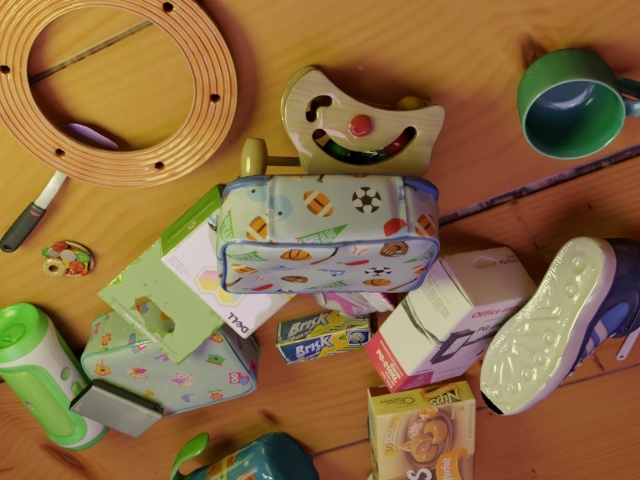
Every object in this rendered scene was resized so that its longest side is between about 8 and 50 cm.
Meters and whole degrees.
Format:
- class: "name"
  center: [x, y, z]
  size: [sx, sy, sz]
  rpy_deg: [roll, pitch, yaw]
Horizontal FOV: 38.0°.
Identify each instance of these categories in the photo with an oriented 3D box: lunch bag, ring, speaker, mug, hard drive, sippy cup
- class: "lunch bag"
  center: [-0.255, 0.204, 1.604]
  size: [0.279, 0.107, 0.224]
  rpy_deg: [-15, 133, 16]
- class: "lunch bag"
  center: [0.000, 0.000, 1.241]
  size: [0.304, 0.114, 0.243]
  rpy_deg: [1, 159, -5]
- class: "ring"
  center: [-0.278, -0.214, 1.238]
  size: [0.337, 0.032, 0.336]
  rpy_deg: [0, 129, 0]
- class: "speaker"
  center: [-0.479, 0.245, 1.639]
  size: [0.131, 0.131, 0.296]
  rpy_deg: [-10, 133, 12]
- class: "mug"
  center: [0.336, -0.181, 1.220]
  size: [0.158, 0.097, 0.129]
  rpy_deg: [19, 131, -17]
- class: "hard drive"
  center: [-0.352, 0.290, 1.601]
  size: [0.135, 0.022, 0.094]
  rpy_deg: [30, 130, -23]
- class: "sippy cup"
  center: [-0.127, 0.500, 1.821]
  size: [0.224, 0.240, 0.305]
  rpy_deg: [-41, 144, 22]

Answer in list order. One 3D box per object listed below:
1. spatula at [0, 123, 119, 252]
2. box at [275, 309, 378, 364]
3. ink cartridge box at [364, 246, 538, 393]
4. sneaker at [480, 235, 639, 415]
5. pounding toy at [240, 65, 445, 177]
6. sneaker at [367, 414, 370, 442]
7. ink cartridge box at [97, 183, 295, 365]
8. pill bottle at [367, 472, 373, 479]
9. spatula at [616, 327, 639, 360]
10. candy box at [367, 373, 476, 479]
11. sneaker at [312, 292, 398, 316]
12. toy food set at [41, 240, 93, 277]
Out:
- class: "spatula"
  center: [-0.409, -0.071, 1.390]
  size: [0.084, 0.030, 0.296]
  rpy_deg: [31, 122, -25]
- class: "box"
  center: [0.011, 0.159, 1.584]
  size: [0.169, 0.059, 0.054]
  rpy_deg: [-15, 129, 15]
- class: "ink cartridge box"
  center: [0.207, 0.126, 1.473]
  size: [0.172, 0.100, 0.237]
  rpy_deg: [-7, 144, -40]
- class: "sneaker"
  center: [0.411, 0.141, 1.435]
  size: [0.236, 0.130, 0.322]
  rpy_deg: [11, 115, -39]
- class: "pounding toy"
  center: [0.022, -0.163, 1.269]
  size: [0.270, 0.155, 0.154]
  rpy_deg: [-5, 106, -6]
- class: "sneaker"
  center: [0.124, 0.344, 1.766]
  size: [0.058, 0.052, 0.135]
  rpy_deg: [5, 134, -8]
- class: "ink cartridge box"
  center: [-0.179, 0.073, 1.402]
  size: [0.255, 0.097, 0.189]
  rpy_deg: [-42, 114, 4]
- class: "pill bottle"
  center: [0.171, 0.546, 1.927]
  size: [0.094, 0.094, 0.169]
  rpy_deg: [-24, 128, 23]
- class: "spatula"
  center: [0.491, 0.126, 1.566]
  size: [0.168, 0.019, 0.242]
  rpy_deg: [5, 134, -4]
- class: "candy box"
  center: [0.190, 0.405, 1.734]
  size: [0.183, 0.087, 0.316]
  rpy_deg: [-8, 122, -5]
- class: "sneaker"
  center: [0.018, 0.048, 1.448]
  size: [0.111, 0.103, 0.252]
  rpy_deg: [-26, 127, 22]
- class: "toy food set"
  center: [-0.410, 0.032, 1.503]
  size: [0.083, 0.020, 0.082]
  rpy_deg: [11, 133, -8]
